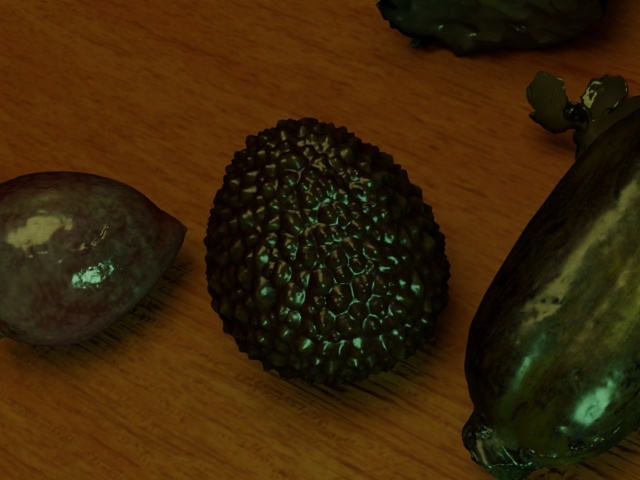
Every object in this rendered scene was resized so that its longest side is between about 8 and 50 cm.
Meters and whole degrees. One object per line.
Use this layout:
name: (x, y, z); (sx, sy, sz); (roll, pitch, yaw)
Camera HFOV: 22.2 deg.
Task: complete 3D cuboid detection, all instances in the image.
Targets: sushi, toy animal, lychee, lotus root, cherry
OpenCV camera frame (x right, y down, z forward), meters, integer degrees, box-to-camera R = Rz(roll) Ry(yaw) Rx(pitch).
sushi: (0.208, -0.383, 1.765); (0.299, 0.281, 0.294); (-1, 56, 36)
toy animal: (0.328, -0.115, 1.663); (0.214, 0.094, 0.186); (-16, 63, 10)
lychee: (0.000, 0.000, 1.590); (0.271, 0.271, 0.271); (-10, 55, 14)
lotus root: (0.263, 0.048, 1.493); (0.196, 0.179, 0.397); (34, 85, 24)
cherry: (-0.264, 0.012, 1.741); (0.250, 0.175, 0.192); (-10, 33, 3)

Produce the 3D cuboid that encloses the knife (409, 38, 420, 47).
knife: (0.131, -0.256, 1.875); (0.014, 0.005, 0.091); (32, 72, 30)
